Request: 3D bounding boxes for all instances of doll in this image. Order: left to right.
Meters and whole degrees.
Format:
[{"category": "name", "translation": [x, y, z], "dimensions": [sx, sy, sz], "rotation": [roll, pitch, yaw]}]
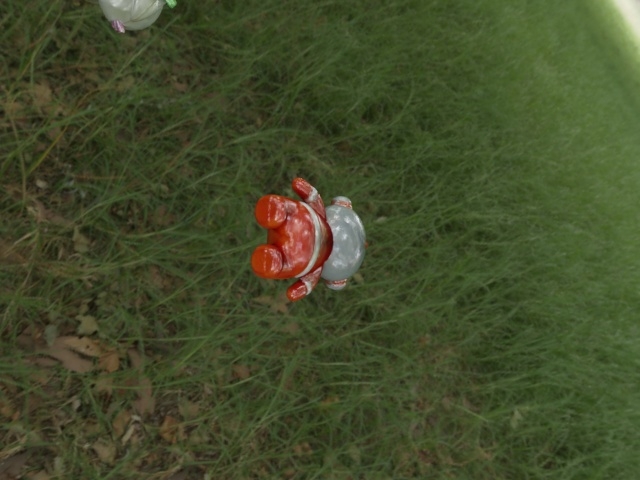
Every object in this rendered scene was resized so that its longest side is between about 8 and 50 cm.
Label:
[{"category": "doll", "translation": [0.000, 0.000, 0.662], "dimensions": [0.245, 0.076, 0.143], "rotation": [3, 92, -63]}]

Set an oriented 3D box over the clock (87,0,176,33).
[{"category": "clock", "translation": [-0.296, -0.397, 0.790], "dimensions": [0.231, 0.144, 0.103], "rotation": [41, -3, 25]}]
